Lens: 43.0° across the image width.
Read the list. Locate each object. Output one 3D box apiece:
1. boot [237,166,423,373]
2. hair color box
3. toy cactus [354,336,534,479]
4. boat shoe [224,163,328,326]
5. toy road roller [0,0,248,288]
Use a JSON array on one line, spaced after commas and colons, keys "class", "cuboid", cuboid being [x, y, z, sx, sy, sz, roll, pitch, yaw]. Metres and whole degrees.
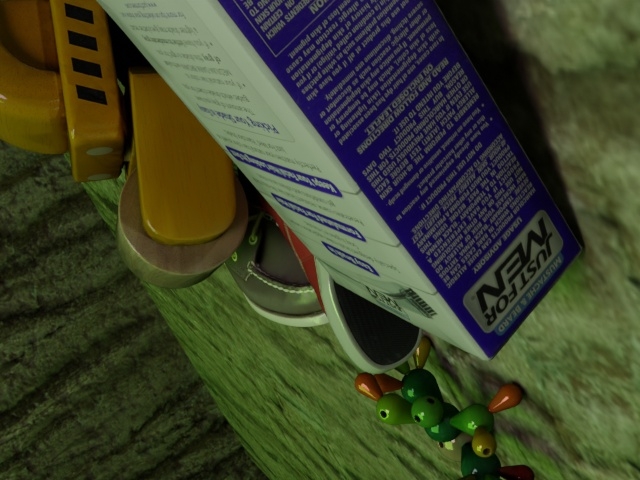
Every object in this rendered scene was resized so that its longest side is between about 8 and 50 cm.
[{"class": "boot", "cuboid": [0.000, 0.000, 0.735, 0.176, 0.088, 0.244, -16, 95, 67]}, {"class": "hair color box", "cuboid": [-0.001, -0.090, 0.495, 0.339, 0.110, 0.185, 52, 165, -30]}, {"class": "toy cactus", "cuboid": [0.129, 0.172, 0.789, 0.219, 0.112, 0.180, 38, 175, 35]}, {"class": "boat shoe", "cuboid": [-0.062, -0.008, 0.894, 0.324, 0.117, 0.096, 37, 158, 57]}, {"class": "toy road roller", "cuboid": [-0.213, -0.113, 0.770, 0.202, 0.241, 0.329, 147, 115, -72]}]
